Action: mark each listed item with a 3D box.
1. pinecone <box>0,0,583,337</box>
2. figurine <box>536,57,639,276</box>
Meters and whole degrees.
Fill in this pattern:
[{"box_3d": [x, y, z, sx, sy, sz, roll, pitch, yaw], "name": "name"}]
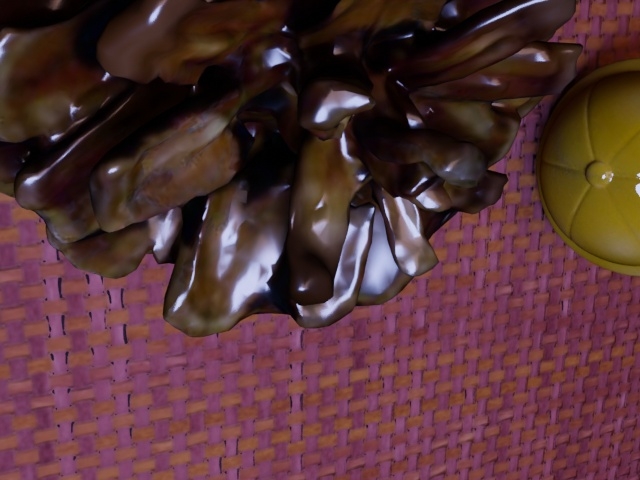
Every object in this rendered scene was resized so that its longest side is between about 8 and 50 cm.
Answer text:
[{"box_3d": [-0.028, -0.136, 0.486, 0.398, 0.398, 0.397, -8, 110, -23], "name": "pinecone"}, {"box_3d": [0.314, -0.047, 0.806, 0.257, 0.167, 0.192, 22, 123, -32], "name": "figurine"}]
